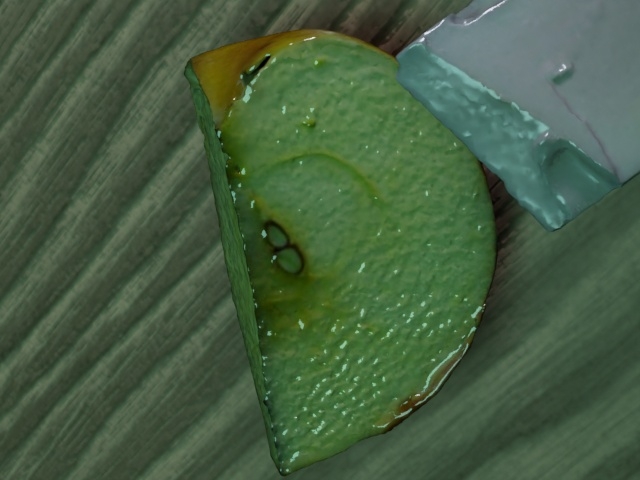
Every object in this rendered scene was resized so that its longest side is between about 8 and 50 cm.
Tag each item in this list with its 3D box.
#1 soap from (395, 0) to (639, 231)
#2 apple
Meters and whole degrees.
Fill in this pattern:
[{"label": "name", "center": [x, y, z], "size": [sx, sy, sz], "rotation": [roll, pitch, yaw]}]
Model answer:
[{"label": "soap", "center": [0.228, -0.163, 0.918], "size": [0.302, 0.258, 0.159], "rotation": [-40, 87, 34]}, {"label": "apple", "center": [0.000, 0.000, 1.163], "size": [0.254, 0.179, 0.346], "rotation": [8, 116, 40]}]
